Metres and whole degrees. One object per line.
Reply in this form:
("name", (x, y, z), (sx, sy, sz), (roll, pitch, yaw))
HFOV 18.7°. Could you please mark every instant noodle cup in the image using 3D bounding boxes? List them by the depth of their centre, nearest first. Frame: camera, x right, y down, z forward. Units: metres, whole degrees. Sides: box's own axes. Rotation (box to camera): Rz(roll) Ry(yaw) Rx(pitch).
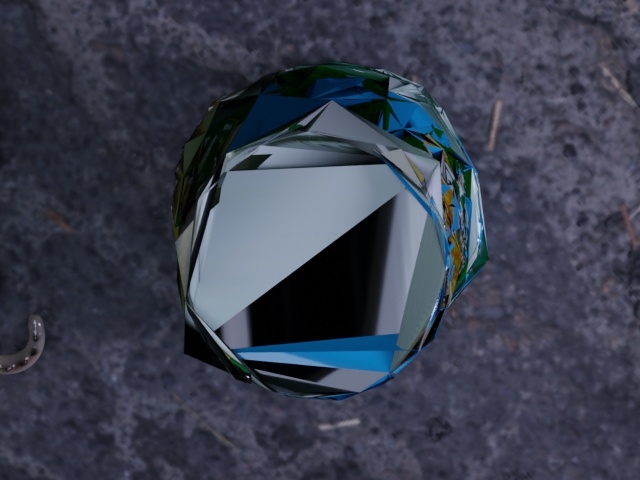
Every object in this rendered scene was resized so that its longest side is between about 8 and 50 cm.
("instant noodle cup", (0.000, 0.000, 1.339), (0.240, 0.178, 0.240), (0, 103, 2))

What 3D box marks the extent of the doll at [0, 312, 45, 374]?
("doll", (-0.294, -0.009, 1.387), (0.154, 0.119, 0.278), (-14, 109, -8))
